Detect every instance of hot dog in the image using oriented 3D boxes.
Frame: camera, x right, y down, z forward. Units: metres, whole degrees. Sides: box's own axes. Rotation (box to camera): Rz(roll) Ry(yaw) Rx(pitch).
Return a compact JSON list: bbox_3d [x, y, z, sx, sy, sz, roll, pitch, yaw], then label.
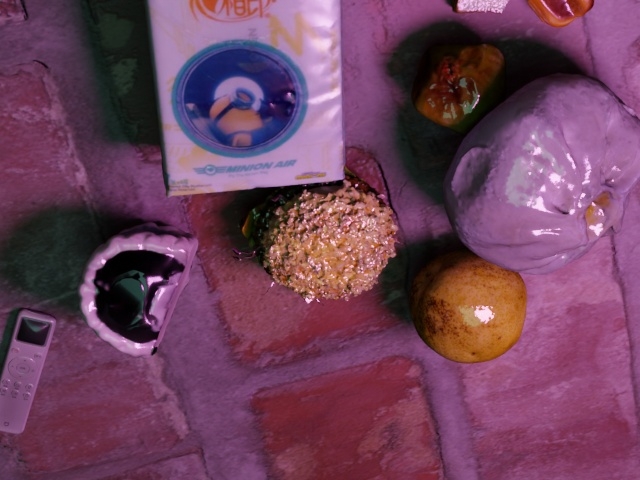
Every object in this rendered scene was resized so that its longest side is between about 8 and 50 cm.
[{"bbox_3d":[0.316,-0.422,1.882,0.104,0.076,0.250,-31,121,25],"label":"hot dog"}]

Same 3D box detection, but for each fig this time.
[{"bbox_3d":[0.216,-0.225,1.959,0.154,0.144,0.166,-48,131,-20],"label":"fig"}]

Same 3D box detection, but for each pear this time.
[{"bbox_3d":[0.236,0.106,2.117,0.197,0.197,0.197,-3,121,-5],"label":"pear"}]

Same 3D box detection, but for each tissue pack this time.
[{"bbox_3d":[-0.105,-0.264,1.861,0.287,0.162,0.388,-6,128,-4],"label":"tissue pack"}]

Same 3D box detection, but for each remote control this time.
[{"bbox_3d":[-0.516,0.230,2.207,0.067,0.029,0.261,15,118,-15],"label":"remote control"}]

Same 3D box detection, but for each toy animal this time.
[{"bbox_3d":[-0.296,0.066,2.041,0.156,0.204,0.208,23,98,-3],"label":"toy animal"}]

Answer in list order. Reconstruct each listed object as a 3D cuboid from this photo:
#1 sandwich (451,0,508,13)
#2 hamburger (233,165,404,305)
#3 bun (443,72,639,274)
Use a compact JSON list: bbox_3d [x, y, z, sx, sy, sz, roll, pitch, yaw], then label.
[{"bbox_3d":[0.243,-0.391,1.913,0.093,0.036,0.105,-5,120,-2],"label":"sandwich"},{"bbox_3d":[0.000,0.000,2.062,0.261,0.139,0.243,-38,119,15],"label":"hamburger"},{"bbox_3d":[0.352,-0.086,1.958,0.354,0.194,0.354,-24,141,-21],"label":"bun"}]
